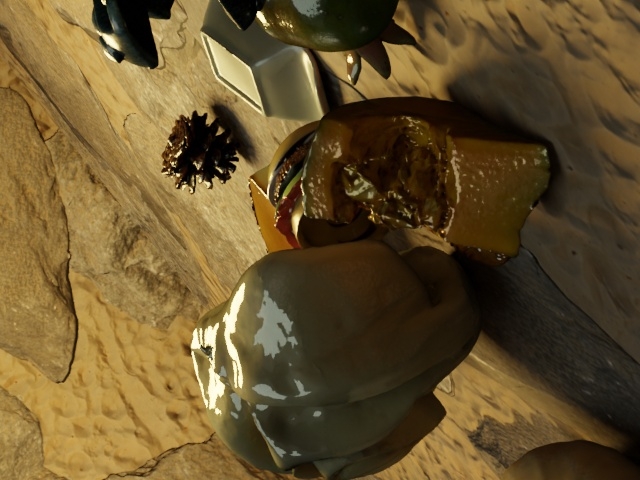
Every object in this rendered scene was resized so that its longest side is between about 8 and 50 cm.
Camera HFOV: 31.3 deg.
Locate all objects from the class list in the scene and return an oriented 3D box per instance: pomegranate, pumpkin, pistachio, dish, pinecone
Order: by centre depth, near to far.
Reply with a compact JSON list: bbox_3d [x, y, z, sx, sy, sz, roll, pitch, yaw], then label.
[{"bbox_3d":[0.019,-0.234,1.097,0.152,0.131,0.191,15,166,40],"label":"pomegranate"},{"bbox_3d":[0.113,-0.073,1.161,0.248,0.126,0.131,14,110,15],"label":"pumpkin"},{"bbox_3d":[0.310,0.353,1.362,0.230,0.230,0.309,47,167,20],"label":"pistachio"},{"bbox_3d":[-0.076,-0.222,1.476,0.234,0.064,0.154,39,158,37],"label":"dish"},{"bbox_3d":[-0.196,-0.140,1.870,0.120,0.140,0.140,12,176,-20],"label":"pinecone"}]

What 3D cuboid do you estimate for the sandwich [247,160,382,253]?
[{"bbox_3d":[0.000,0.000,1.643,0.186,0.108,0.220,43,159,33],"label":"sandwich"}]

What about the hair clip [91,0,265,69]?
[{"bbox_3d":[-0.167,-0.310,0.998,0.206,0.194,0.310,-67,-43,-77],"label":"hair clip"}]

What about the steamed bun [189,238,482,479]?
[{"bbox_3d":[0.024,0.167,1.414,0.367,0.342,0.255,-39,59,52],"label":"steamed bun"}]

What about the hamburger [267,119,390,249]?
[{"bbox_3d":[0.010,-0.070,1.398,0.137,0.175,0.175,56,169,38],"label":"hamburger"}]

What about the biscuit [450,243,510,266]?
[{"bbox_3d":[0.149,-0.047,1.284,0.188,0.027,0.188,47,162,21],"label":"biscuit"}]
